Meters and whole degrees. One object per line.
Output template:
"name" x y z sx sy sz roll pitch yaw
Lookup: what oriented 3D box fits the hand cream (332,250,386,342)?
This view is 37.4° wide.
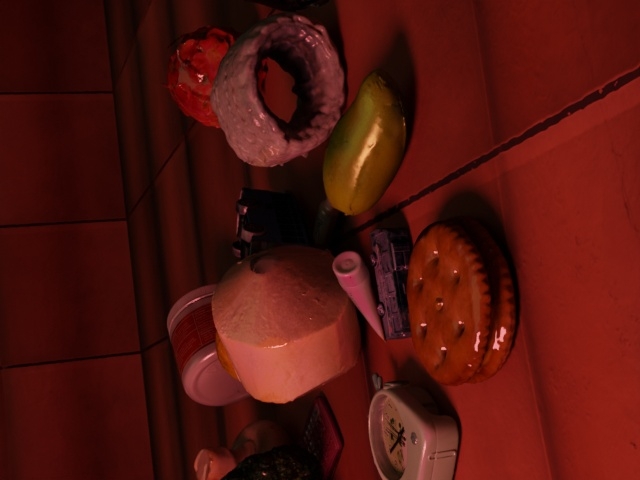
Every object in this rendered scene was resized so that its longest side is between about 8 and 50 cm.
"hand cream" 0.064 0.083 1.442 0.174 0.047 0.076 63 -178 -48

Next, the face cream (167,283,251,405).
"face cream" -0.213 0.224 2.019 0.187 0.201 0.201 -116 30 -43

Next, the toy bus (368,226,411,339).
"toy bus" 0.111 0.061 1.383 0.065 0.047 0.166 152 111 -64

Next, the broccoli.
"broccoli" -0.065 0.510 1.632 0.297 0.297 0.297 34 135 18

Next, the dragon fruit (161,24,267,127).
"dragon fruit" -0.218 -0.330 1.945 0.205 0.210 0.268 56 152 -1

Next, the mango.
"mango" 0.067 -0.142 1.371 0.125 0.111 0.233 55 142 45

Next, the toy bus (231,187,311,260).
"toy bus" -0.089 -0.001 1.717 0.234 0.133 0.116 -107 22 -61

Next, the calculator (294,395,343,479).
"calculator" -0.004 0.391 1.756 0.126 0.034 0.190 -115 35 -44

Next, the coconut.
"coconut" -0.056 0.120 1.519 0.239 0.239 0.244 -119 11 -47

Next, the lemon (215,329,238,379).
"lemon" -0.115 0.180 1.800 0.193 0.180 0.180 77 172 -50

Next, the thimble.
"thimble" -0.067 -0.245 1.562 0.172 0.205 0.250 -9 69 63

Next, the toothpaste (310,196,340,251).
"toothpaste" 0.000 0.000 1.665 0.255 0.037 0.067 106 156 -48

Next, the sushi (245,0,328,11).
"sushi" -0.015 -0.489 1.266 0.285 0.328 0.329 -6 82 31

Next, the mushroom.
"mushroom" -0.145 0.470 1.895 0.206 0.209 0.206 168 90 -73

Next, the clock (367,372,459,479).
"clock" 0.122 0.277 1.368 0.211 0.066 0.159 -128 40 -56

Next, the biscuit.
"biscuit" 0.171 0.077 1.207 0.220 0.066 0.220 177 90 -69
